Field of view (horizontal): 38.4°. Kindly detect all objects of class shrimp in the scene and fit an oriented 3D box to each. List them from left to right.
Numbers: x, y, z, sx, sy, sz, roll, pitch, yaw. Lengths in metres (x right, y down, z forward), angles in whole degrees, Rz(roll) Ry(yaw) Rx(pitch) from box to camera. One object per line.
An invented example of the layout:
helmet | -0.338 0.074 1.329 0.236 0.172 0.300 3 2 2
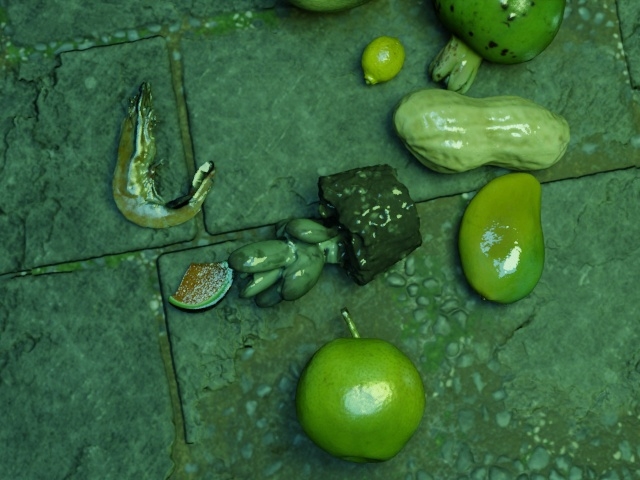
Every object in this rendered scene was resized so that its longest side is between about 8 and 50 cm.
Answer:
shrimp | -0.231 -0.127 1.359 0.152 0.046 0.219 1 88 2

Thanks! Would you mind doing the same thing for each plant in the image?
plant | 0.000 -0.002 1.291 0.275 0.146 0.149 -26 41 1

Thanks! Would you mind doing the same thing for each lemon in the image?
lemon | 0.091 -0.266 1.358 0.062 0.062 0.083 32 84 4

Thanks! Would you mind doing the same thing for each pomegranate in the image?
pomegranate | 0.239 -0.324 1.310 0.202 0.202 0.248 38 114 5

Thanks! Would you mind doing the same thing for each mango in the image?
mango | 0.259 -0.003 1.321 0.122 0.085 0.191 -3 75 11

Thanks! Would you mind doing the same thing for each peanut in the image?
peanut | 0.228 -0.151 1.317 0.257 0.123 0.123 8 85 1

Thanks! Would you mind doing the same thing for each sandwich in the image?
sandwich | -0.170 0.067 1.351 0.069 0.026 0.101 31 83 8

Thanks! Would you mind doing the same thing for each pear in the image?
pear | 0.055 0.197 1.275 0.180 0.166 0.216 -5 62 13

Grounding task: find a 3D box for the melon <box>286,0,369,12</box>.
melon | 0.051 -0.467 1.286 0.329 0.248 0.248 -44 85 6
